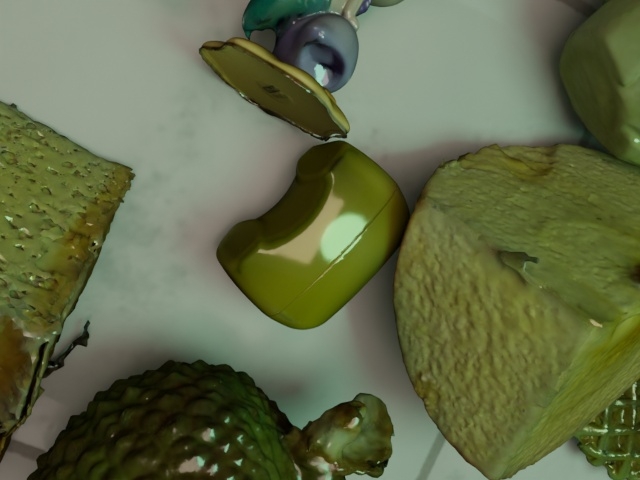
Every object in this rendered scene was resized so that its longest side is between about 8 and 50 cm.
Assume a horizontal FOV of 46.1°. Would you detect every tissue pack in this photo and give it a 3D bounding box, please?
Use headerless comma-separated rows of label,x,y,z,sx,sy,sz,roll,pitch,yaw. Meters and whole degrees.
tissue pack,0.000,0.000,0.728,0.127,0.123,0.178,44,87,-18

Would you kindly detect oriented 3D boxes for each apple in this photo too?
apple,0.243,0.048,0.727,0.309,0.252,0.314,-19,94,-42

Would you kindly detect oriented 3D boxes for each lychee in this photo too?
lychee,-0.108,0.242,0.676,0.320,0.270,0.270,0,99,22

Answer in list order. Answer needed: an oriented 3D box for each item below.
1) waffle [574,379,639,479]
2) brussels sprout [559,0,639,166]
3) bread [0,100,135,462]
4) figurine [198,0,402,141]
waffle,0.381,0.179,0.867,0.214,0.054,0.208,-44,100,-8
brussels sprout,0.424,-0.180,0.719,0.355,0.281,0.289,-10,124,7
bread,-0.334,0.049,0.698,0.248,0.279,0.315,30,133,-13
figurine,0.012,-0.245,0.678,0.208,0.181,0.257,29,83,15
